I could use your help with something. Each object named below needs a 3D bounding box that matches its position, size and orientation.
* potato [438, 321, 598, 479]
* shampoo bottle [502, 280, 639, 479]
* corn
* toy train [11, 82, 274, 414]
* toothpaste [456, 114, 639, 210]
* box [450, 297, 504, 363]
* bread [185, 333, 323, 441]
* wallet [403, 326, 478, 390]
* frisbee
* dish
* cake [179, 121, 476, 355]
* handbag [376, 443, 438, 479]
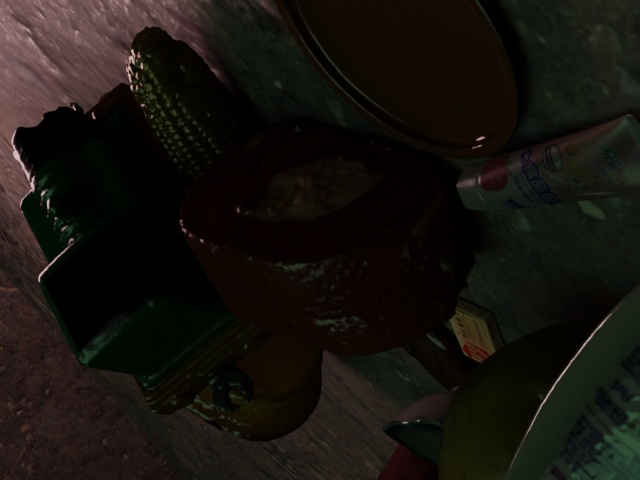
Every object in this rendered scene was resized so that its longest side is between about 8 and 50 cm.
[{"bbox_3d":[0.226,0.177,0.981,0.285,0.242,0.243,32,157,39],"label":"potato"},{"bbox_3d":[0.217,0.137,0.805,0.134,0.078,0.359,39,122,17],"label":"shampoo bottle"},{"bbox_3d":[-0.115,-0.106,1.209,0.097,0.097,0.262,18,146,49],"label":"corn"},{"bbox_3d":[-0.208,0.002,1.259,0.429,0.178,0.249,57,-164,22],"label":"toy train"},{"bbox_3d":[0.176,-0.050,0.861,0.067,0.043,0.194,52,153,-16],"label":"toothpaste"},{"bbox_3d":[0.161,0.097,1.202,0.058,0.015,0.093,27,154,41],"label":"box"},{"bbox_3d":[-0.116,0.140,1.550,0.269,0.195,0.143,36,149,12],"label":"bread"},{"bbox_3d":[0.107,0.104,1.299,0.176,0.026,0.095,45,158,-6],"label":"wallet"},{"bbox_3d":[0.053,-0.161,0.893,0.250,0.021,0.251,38,160,17],"label":"frisbee"},{"bbox_3d":[0.191,0.219,1.273,0.246,0.078,0.224,18,160,27],"label":"dish"},{"bbox_3d":[0.000,0.000,1.081,0.283,0.177,0.151,22,151,42],"label":"cake"},{"bbox_3d":[0.158,0.389,1.610,0.146,0.135,0.225,11,141,48],"label":"handbag"}]
